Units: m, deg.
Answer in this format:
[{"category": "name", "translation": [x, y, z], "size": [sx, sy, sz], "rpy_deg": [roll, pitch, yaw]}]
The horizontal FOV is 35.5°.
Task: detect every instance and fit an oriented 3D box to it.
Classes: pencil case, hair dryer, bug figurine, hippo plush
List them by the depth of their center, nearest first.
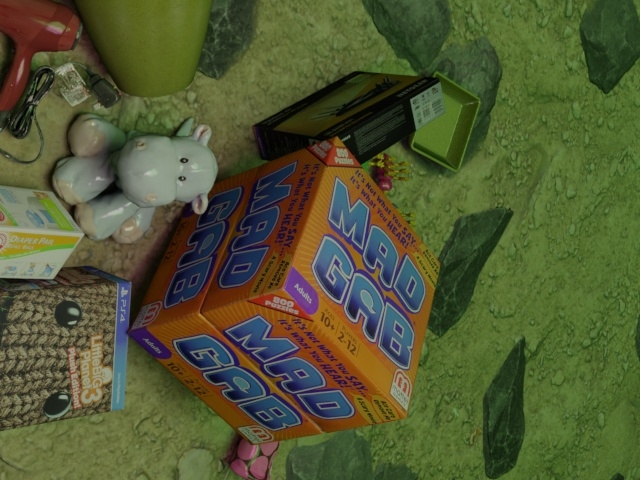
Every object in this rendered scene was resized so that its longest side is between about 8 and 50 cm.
[{"category": "hair dryer", "translation": [-0.470, -0.283, 1.587], "size": [0.223, 0.080, 0.294], "rpy_deg": [-35, 113, -13]}, {"category": "hippo plush", "translation": [-0.284, -0.093, 1.716], "size": [0.294, 0.236, 0.234], "rpy_deg": [-2, 101, -43]}, {"category": "pencil case", "translation": [-0.112, 0.404, 2.106], "size": [0.098, 0.095, 0.209], "rpy_deg": [25, 82, -13]}, {"category": "bug figurine", "translation": [0.113, -0.101, 2.168], "size": [0.279, 0.072, 0.216], "rpy_deg": [19, 73, -54]}]

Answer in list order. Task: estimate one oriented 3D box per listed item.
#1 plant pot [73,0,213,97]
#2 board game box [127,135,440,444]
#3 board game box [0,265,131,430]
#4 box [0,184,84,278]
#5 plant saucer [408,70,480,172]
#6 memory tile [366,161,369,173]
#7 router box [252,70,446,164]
[{"category": "plant pot", "translation": [-0.289, -0.398, 1.650], "size": [0.274, 0.274, 0.294], "rpy_deg": [-31, 136, -34]}, {"category": "board game box", "translation": [-0.050, 0.102, 1.796], "size": [0.356, 0.356, 0.357], "rpy_deg": [48, 42, -30]}, {"category": "board game box", "translation": [-0.481, 0.176, 1.666], "size": [0.291, 0.141, 0.232], "rpy_deg": [-5, 103, -42]}, {"category": "box", "translation": [-0.495, -0.014, 1.570], "size": [0.103, 0.114, 0.203], "rpy_deg": [-51, 153, 19]}, {"category": "plant saucer", "translation": [0.280, -0.276, 2.334], "size": [0.188, 0.045, 0.188], "rpy_deg": [21, 86, -43]}, {"category": "memory tile", "translation": [0.061, -0.130, 2.187], "size": [0.113, 0.012, 0.148], "rpy_deg": [0, 101, -43]}, {"category": "router box", "translation": [0.059, -0.242, 1.999], "size": [0.309, 0.243, 0.081], "rpy_deg": [-34, 121, -33]}]
